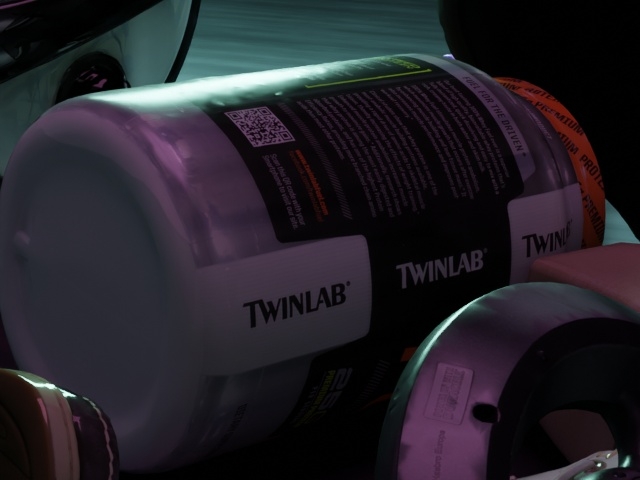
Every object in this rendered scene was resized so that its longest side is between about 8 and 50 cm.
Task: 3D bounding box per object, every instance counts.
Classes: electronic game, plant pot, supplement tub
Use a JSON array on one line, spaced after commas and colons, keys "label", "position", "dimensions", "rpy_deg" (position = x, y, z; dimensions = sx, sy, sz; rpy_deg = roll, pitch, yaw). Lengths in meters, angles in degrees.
[{"label": "electronic game", "position": [0.106, 0.120, 0.537], "dimensions": [0.048, 0.229, 0.229], "rpy_deg": [-33, -9, 39]}, {"label": "plant pot", "position": [0.163, 0.057, 0.863], "dimensions": [0.109, 0.109, 0.096], "rpy_deg": [-10, 28, -35]}, {"label": "supplement tub", "position": [0.000, 0.000, 0.893], "dimensions": [0.316, 0.194, 0.193], "rpy_deg": [-13, 23, -40]}]

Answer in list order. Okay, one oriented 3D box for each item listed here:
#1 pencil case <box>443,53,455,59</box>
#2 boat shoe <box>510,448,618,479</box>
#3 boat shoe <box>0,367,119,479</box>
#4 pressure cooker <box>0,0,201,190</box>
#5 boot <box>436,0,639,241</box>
[{"label": "pencil case", "position": [0.195, -0.109, 1.458], "dimensions": [0.206, 0.088, 0.086], "rpy_deg": [13, 18, 33]}, {"label": "boat shoe", "position": [0.095, 0.129, 0.654], "dimensions": [0.096, 0.098, 0.277], "rpy_deg": [14, 21, 29]}, {"label": "boat shoe", "position": [-0.111, 0.100, 0.615], "dimensions": [0.073, 0.080, 0.223], "rpy_deg": [3, -22, -26]}, {"label": "pressure cooker", "position": [-0.292, -0.227, 1.291], "dimensions": [0.420, 0.370, 0.375], "rpy_deg": [18, -7, 38]}, {"label": "boot", "position": [0.229, -0.053, 0.964], "dimensions": [0.348, 0.131, 0.260], "rpy_deg": [42, 5, -18]}]
